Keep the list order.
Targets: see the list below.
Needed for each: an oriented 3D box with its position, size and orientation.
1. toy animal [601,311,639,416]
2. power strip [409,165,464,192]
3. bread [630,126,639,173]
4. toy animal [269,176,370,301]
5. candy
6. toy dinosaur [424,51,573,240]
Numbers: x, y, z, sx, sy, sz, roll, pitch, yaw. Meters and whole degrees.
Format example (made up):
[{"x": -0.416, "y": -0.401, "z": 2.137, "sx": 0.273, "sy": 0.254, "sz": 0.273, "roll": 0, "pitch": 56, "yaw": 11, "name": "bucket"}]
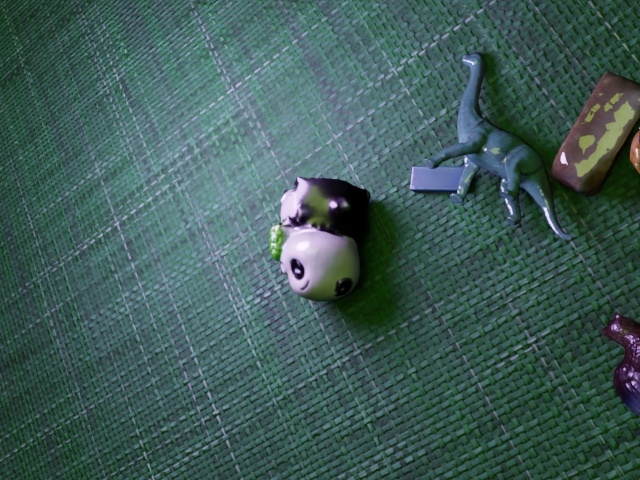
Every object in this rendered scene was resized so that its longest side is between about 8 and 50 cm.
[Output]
[{"x": 0.592, "y": 0.200, "z": 1.213, "sx": 0.179, "sy": 0.116, "sz": 0.218, "roll": 41, "pitch": 104, "yaw": 26, "name": "toy animal"}, {"x": 0.260, "y": -0.133, "z": 1.487, "sx": 0.123, "sy": 0.032, "sz": 0.056, "roll": 3, "pitch": 82, "yaw": 26, "name": "power strip"}, {"x": 0.666, "y": -0.134, "z": 1.224, "sx": 0.262, "sy": 0.162, "sz": 0.204, "roll": -6, "pitch": 71, "yaw": -19, "name": "bread"}, {"x": -0.009, "y": -0.001, "z": 1.494, "sx": 0.212, "sy": 0.212, "sz": 0.266, "roll": 2, "pitch": 74, "yaw": 26, "name": "toy animal"}, {"x": 0.548, "y": -0.205, "z": 1.326, "sx": 0.104, "sy": 0.102, "sz": 0.234, "roll": 32, "pitch": 93, "yaw": 27, "name": "candy"}, {"x": 0.407, "y": -0.214, "z": 1.411, "sx": 0.383, "sy": 0.129, "sz": 0.331, "roll": 28, "pitch": 71, "yaw": 15, "name": "toy dinosaur"}]
